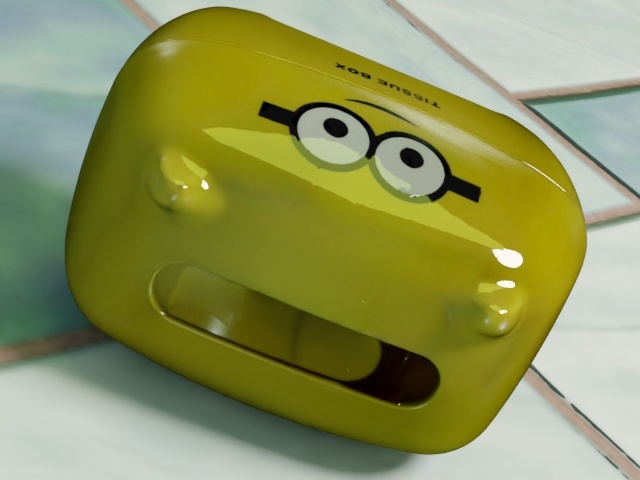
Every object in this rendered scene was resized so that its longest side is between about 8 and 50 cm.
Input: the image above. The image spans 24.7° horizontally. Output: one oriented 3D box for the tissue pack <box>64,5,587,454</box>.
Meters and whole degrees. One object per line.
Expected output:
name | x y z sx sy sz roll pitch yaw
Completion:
tissue pack | 0.000 0.000 0.525 0.178 0.123 0.127 22 31 -5
